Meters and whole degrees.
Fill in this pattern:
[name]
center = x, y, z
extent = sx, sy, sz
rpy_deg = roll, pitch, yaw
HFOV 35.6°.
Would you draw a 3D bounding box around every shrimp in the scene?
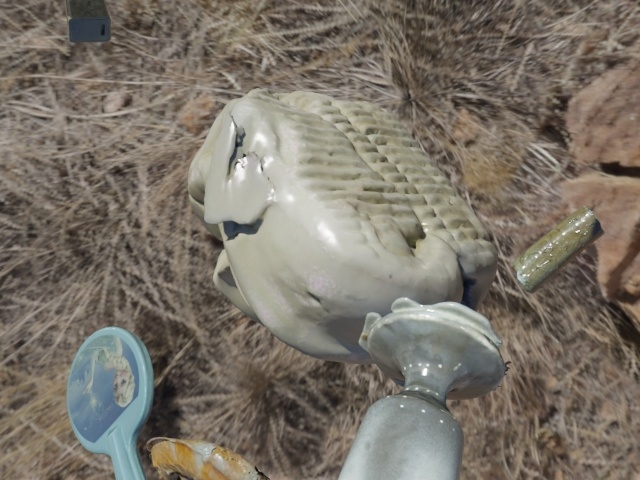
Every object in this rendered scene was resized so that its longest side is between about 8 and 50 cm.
[shrimp]
center = -0.077, 0.195, 0.766
extent = 0.132, 0.187, 0.051
rpy_deg = 45, 59, 10

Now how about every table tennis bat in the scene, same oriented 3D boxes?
[table tennis bat]
center = -0.244, 0.215, 1.188
extent = 0.149, 0.038, 0.237
rpy_deg = -35, 60, 26

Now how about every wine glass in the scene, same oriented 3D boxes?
[wine glass]
center = 0.028, 0.103, 0.400
extent = 0.072, 0.155, 0.072
rpy_deg = 13, 142, 11

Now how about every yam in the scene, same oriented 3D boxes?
[yam]
center = 0.314, 0.011, 1.324
extent = 0.132, 0.054, 0.054
rpy_deg = -41, 93, 12

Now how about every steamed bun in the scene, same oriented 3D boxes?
[steamed bun]
center = -0.001, 0.000, 0.656
extent = 0.218, 0.211, 0.144
rpy_deg = 50, 117, 24

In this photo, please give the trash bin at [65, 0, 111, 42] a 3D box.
[trash bin]
center = -0.346, -0.336, 1.476
extent = 0.061, 0.092, 0.043
rpy_deg = -5, 135, -16
